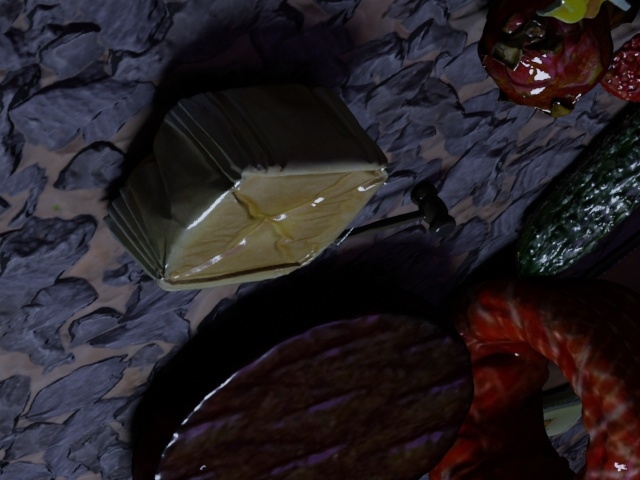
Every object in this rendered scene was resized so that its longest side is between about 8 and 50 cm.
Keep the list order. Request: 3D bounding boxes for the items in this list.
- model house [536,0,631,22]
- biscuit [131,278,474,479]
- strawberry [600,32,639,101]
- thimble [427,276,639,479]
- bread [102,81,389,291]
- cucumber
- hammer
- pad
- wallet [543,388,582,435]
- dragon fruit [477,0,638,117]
[{"bbox_3d":[0.233,-0.314,1.198,0.313,0.242,0.357,-18,149,-23],"label":"model house"},{"bbox_3d":[-0.022,0.204,1.807,0.407,0.091,0.407,-18,138,-17],"label":"biscuit"},{"bbox_3d":[0.393,-0.209,1.605,0.236,0.107,0.175,-50,169,6],"label":"strawberry"},{"bbox_3d":[0.288,0.214,1.932,0.231,0.350,0.350,0,136,-44],"label":"thimble"},{"bbox_3d":[-0.067,-0.049,1.406,0.210,0.109,0.192,-8,148,-40],"label":"bread"},{"bbox_3d":[0.348,-0.081,1.813,0.096,0.096,0.359,7,133,-51],"label":"cucumber"},{"bbox_3d":[0.000,0.000,1.628,0.292,0.058,0.029,-15,145,-22],"label":"hammer"},{"bbox_3d":[0.387,0.103,2.211,0.284,0.018,0.286,-39,151,7],"label":"pad"},{"bbox_3d":[0.313,0.257,2.337,0.155,0.039,0.110,-11,150,-29],"label":"wallet"},{"bbox_3d":[0.234,-0.196,1.508,0.125,0.125,0.246,-19,-169,44],"label":"dragon fruit"}]
